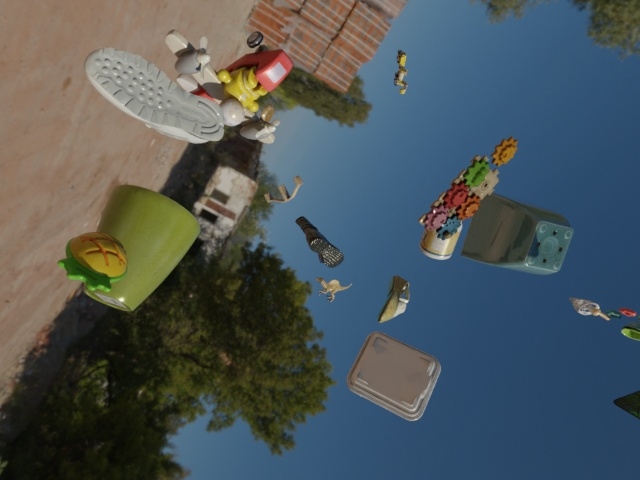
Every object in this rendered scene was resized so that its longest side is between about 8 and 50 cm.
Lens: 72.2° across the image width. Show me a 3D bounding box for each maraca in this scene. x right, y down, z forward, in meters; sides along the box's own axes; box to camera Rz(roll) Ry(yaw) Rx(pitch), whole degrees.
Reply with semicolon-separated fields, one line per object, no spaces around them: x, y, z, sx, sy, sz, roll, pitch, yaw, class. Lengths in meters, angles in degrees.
-0.459;0.044;0.894;0.099;0.127;0.185;-52;-159;12;maraca

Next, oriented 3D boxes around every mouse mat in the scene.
0.825;0.405;1.047;0.153;0.190;0.007;32;-55;59;mouse mat

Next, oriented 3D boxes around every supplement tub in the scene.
0.517;-0.035;1.876;0.144;0.144;0.199;-89;-172;-59;supplement tub

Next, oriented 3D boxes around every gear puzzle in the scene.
0.433;-0.139;1.226;0.339;0.175;0.044;-50;-135;12;gear puzzle

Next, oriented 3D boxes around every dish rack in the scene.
0.299;0.537;1.799;0.285;0.333;0.072;-57;157;-26;dish rack

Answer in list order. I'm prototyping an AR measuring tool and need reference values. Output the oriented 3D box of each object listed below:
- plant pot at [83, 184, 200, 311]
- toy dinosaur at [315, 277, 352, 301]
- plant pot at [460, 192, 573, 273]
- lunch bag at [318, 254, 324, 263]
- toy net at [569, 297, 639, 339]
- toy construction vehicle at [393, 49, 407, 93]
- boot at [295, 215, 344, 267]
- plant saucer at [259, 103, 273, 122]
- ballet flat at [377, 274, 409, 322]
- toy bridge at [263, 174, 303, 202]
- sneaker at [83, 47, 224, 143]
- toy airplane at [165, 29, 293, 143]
-0.530;0.040;1.248;0.275;0.275;0.293;-35;-148;58;plant pot
0.053;0.202;1.804;0.092;0.183;0.053;-64;-147;15;toy dinosaur
0.673;-0.010;1.463;0.252;0.248;0.247;-141;-117;-68;plant pot
0.040;0.075;2.213;0.098;0.067;0.065;-23;-161;-34;lunch bag
0.916;0.240;1.401;0.232;0.122;0.045;22;-107;32;toy net
0.236;-0.484;1.264;0.086;0.035;0.098;92;-1;-54;toy construction vehicle
0.000;0.000;1.785;0.083;0.246;0.161;-37;-131;7;boot
-0.199;-0.471;1.655;0.083;0.015;0.083;-56;170;-15;plant saucer
0.363;0.286;2.103;0.123;0.123;0.348;-51;-178;33;ballet flat
-0.133;-0.174;1.616;0.188;0.063;0.026;-23;-173;40;toy bridge
-0.266;-0.212;0.696;0.095;0.235;0.090;4;-103;36;sneaker
-0.310;-0.481;1.450;0.384;0.386;0.272;117;-24;-54;toy airplane
